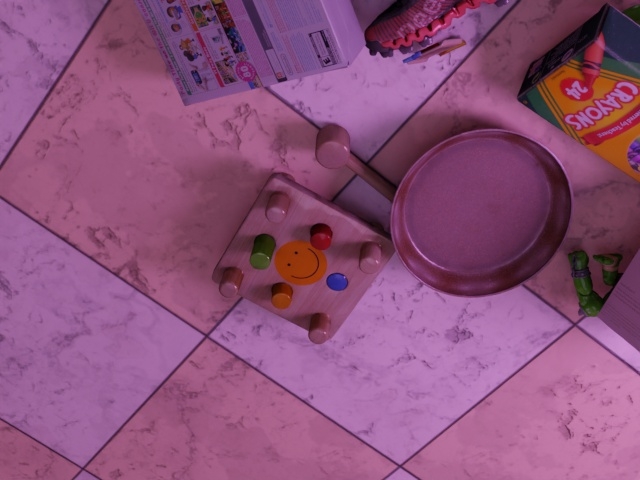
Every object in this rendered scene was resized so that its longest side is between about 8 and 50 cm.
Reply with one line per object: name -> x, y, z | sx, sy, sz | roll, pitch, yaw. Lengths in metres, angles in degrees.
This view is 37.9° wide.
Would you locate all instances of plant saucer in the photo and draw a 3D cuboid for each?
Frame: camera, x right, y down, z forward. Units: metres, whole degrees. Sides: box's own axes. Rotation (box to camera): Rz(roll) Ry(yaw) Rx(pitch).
plant saucer -> 0.268, -0.048, 1.572 | 0.310, 0.050, 0.311 | -1, 116, -3

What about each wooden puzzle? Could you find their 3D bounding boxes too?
wooden puzzle -> 0.175, -0.294, 1.436 | 0.078, 0.116, 0.014 | -23, 90, 31

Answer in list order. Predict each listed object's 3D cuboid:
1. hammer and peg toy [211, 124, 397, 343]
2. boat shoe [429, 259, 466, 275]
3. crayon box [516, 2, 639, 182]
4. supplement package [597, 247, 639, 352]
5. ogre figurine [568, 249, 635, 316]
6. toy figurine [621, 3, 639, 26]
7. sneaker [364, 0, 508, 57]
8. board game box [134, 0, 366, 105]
hammer and peg toy -> 0.000, 0.000, 1.618 | 0.265, 0.127, 0.361 | 29, 120, -10
boat shoe -> 0.203, 0.037, 1.662 | 0.133, 0.049, 0.042 | 27, 115, -11
crayon box -> 0.486, -0.196, 1.406 | 0.318, 0.081, 0.202 | 31, 154, -11
supplement package -> 0.619, 0.064, 1.485 | 0.177, 0.175, 0.293 | 25, 101, -15
ogre figurine -> 0.530, 0.085, 1.623 | 0.197, 0.097, 0.118 | 2, 104, -11
toy figurine -> 0.541, -0.276, 1.396 | 0.173, 0.130, 0.159 | -6, 130, 23
sneaker -> 0.173, -0.378, 1.384 | 0.276, 0.098, 0.135 | -26, 115, 19
board game box -> -0.114, -0.345, 1.402 | 0.303, 0.097, 0.224 | -7, 121, 29
